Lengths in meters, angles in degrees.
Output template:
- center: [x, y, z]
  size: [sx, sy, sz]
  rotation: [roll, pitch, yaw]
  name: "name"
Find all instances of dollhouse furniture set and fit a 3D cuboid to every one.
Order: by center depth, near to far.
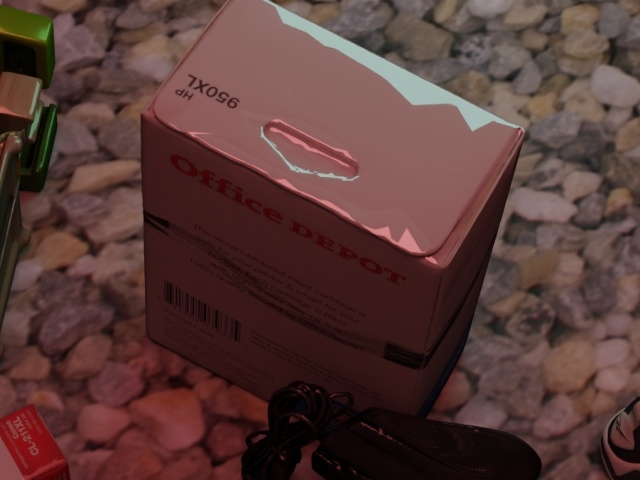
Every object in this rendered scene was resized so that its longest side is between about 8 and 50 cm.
- center: [-0.356, -0.057, 1.816]
  size: [0.151, 0.197, 0.301]
  rotation: [8, 59, -1]
  name: "dollhouse furniture set"

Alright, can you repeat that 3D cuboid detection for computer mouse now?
- center: [0.070, 0.214, 1.719]
  size: [0.272, 0.188, 0.072]
  rotation: [10, 56, -12]
  name: "computer mouse"

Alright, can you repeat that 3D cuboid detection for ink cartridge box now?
- center: [-0.314, 0.236, 1.688]
  size: [0.175, 0.127, 0.072]
  rotation: [-26, 64, -18]
  name: "ink cartridge box"
- center: [0.000, 0.000, 1.695]
  size: [0.285, 0.395, 0.166]
  rotation: [27, 61, 11]
  name: "ink cartridge box"

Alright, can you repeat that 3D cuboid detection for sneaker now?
- center: [0.387, 0.160, 1.770]
  size: [0.235, 0.153, 0.094]
  rotation: [-2, 62, -5]
  name: "sneaker"
